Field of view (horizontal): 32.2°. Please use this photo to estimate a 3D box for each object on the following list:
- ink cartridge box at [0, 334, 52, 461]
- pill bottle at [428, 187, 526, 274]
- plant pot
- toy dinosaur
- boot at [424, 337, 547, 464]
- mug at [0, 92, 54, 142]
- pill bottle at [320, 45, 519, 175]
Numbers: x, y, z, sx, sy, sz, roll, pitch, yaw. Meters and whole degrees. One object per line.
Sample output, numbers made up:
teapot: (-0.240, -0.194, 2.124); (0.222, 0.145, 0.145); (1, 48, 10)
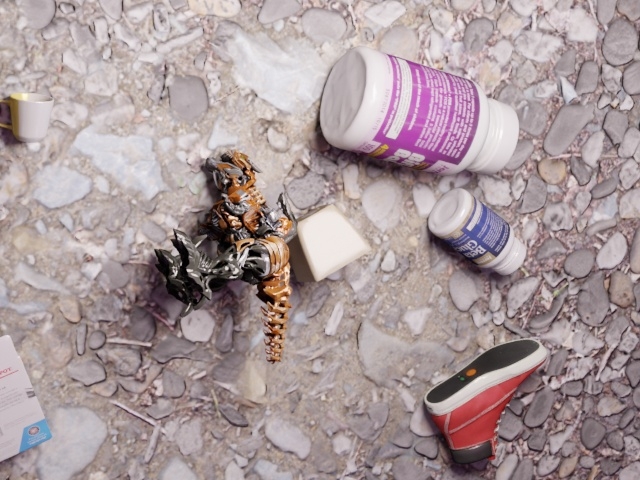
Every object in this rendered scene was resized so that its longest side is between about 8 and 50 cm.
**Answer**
ink cartridge box: (-0.482, 0.229, 1.647); (0.104, 0.060, 0.180); (-22, 109, -19)
pill bottle: (0.277, -0.010, 1.931); (0.169, 0.094, 0.094); (34, 85, -26)
plant pot: (0.000, 0.000, 1.805); (0.109, 0.109, 0.096); (-31, 98, -17)
toy dinosaur: (-0.121, 0.021, 1.697); (0.218, 0.322, 0.164); (-15, 150, -24)
boot: (0.325, 0.300, 2.024); (0.244, 0.088, 0.176); (-30, 112, -8)
mug: (-0.425, -0.178, 1.603); (0.062, 0.078, 0.064); (-18, 121, -55)
pill bottle: (0.166, -0.198, 1.801); (0.302, 0.169, 0.169); (13, 95, -26)
